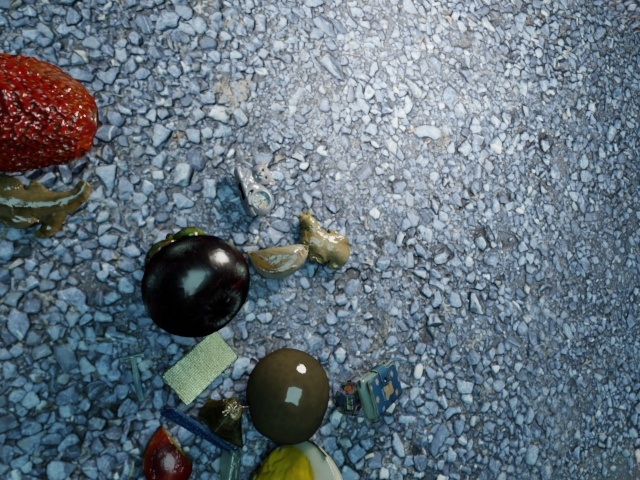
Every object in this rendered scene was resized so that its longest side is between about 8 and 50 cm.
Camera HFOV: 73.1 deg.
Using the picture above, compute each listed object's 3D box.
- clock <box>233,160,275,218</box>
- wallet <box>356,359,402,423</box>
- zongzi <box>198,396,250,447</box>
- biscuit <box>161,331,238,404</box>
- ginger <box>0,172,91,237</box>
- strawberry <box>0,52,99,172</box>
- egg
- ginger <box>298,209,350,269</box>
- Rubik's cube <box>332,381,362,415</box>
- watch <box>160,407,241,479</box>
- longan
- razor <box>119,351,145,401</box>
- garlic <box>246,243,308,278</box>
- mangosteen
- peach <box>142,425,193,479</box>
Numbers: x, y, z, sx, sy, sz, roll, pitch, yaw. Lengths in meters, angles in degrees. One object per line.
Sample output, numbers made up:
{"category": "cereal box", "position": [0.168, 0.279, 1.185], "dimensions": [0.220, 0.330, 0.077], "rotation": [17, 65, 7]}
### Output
{"category": "clock", "position": [-0.194, -0.160, 1.373], "dimensions": [0.117, 0.080, 0.176], "rotation": [-17, 88, -22]}
{"category": "wallet", "position": [0.196, 0.480, 1.401], "dimensions": [0.202, 0.059, 0.141], "rotation": [-13, 86, -56]}
{"category": "zongzi", "position": [-0.239, 0.529, 1.230], "dimensions": [0.184, 0.187, 0.084], "rotation": [51, 48, -10]}
{"category": "biscuit", "position": [-0.353, 0.372, 1.277], "dimensions": [0.199, 0.040, 0.121], "rotation": [-40, 96, -21]}
{"category": "ginger", "position": [-0.799, -0.091, 1.149], "dimensions": [0.332, 0.080, 0.166], "rotation": [2, 98, -27]}
{"category": "strawberry", "position": [-0.739, -0.324, 1.081], "dimensions": [0.350, 0.267, 0.313], "rotation": [3, 78, -2]}
{"category": "egg", "position": [-0.043, 0.755, 1.234], "dimensions": [0.201, 0.336, 0.337], "rotation": [40, 70, -43]}
{"category": "ginger", "position": [-0.001, 0.005, 1.430], "dimensions": [0.213, 0.074, 0.138], "rotation": [36, 69, -17]}
{"category": "Rubik's cube", "position": [0.094, 0.511, 1.396], "dimensions": [0.093, 0.111, 0.111], "rotation": [31, 73, 14]}
{"category": "watch", "position": [-0.333, 0.599, 1.183], "dimensions": [0.274, 0.068, 0.277], "rotation": [23, 65, -48]}
{"category": "longan", "position": [-0.096, 0.445, 1.253], "dimensions": [0.257, 0.258, 0.259], "rotation": [2, 83, -20]}
{"category": "razor", "position": [-0.519, 0.388, 1.220], "dimensions": [0.068, 0.040, 0.135], "rotation": [-10, 94, -20]}
{"category": "garlic", "position": [-0.129, 0.070, 1.359], "dimensions": [0.195, 0.087, 0.102], "rotation": [-7, 92, -7]}
{"category": "mangosteen", "position": [-0.354, 0.116, 1.193], "dimensions": [0.299, 0.300, 0.301], "rotation": [2, 83, -20]}
{"category": "peach", "position": [-0.425, 0.611, 1.196], "dimensions": [0.127, 0.092, 0.173], "rotation": [-11, 90, -18]}
